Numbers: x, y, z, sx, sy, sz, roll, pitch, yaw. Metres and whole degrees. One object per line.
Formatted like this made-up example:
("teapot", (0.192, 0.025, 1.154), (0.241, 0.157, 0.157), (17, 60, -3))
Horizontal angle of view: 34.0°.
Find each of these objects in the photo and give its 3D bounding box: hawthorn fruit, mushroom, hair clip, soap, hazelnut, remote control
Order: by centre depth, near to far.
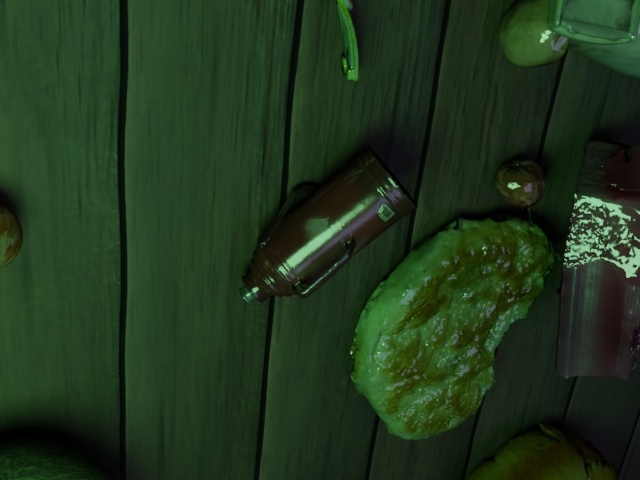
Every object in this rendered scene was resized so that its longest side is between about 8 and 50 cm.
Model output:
("hazelnut", (-0.339, -0.006, 1.037), (0.086, 0.086, 0.086), (-17, 129, -23))
("hair clip", (0.021, -0.247, 1.122), (0.033, 0.060, 0.188), (-20, 136, 1))
("remote control", (0.319, -0.364, 1.168), (0.123, 0.038, 0.286), (3, 96, -24))
("mushroom", (0.372, -0.270, 1.285), (0.328, 0.122, 0.159), (-4, 143, -29))
("hawthorn fruit", (0.273, -0.061, 1.406), (0.066, 0.067, 0.103), (-30, 117, -12))
("soap", (0.403, 0.022, 1.456), (0.220, 0.127, 0.325), (-66, 159, -46))

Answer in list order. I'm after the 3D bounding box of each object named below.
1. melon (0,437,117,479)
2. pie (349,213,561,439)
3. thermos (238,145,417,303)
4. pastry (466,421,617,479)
("melon", (-0.323, 0.358, 1.198), (0.237, 0.237, 0.302), (-39, 137, -4))
("pie", (0.179, 0.122, 1.475), (0.296, 0.078, 0.371), (17, 109, -41))
("thermos", (-0.002, -0.001, 1.239), (0.232, 0.124, 0.099), (-39, 131, 7))
("pastry", (0.360, 0.477, 1.792), (0.356, 0.164, 0.356), (-20, 128, -28))
